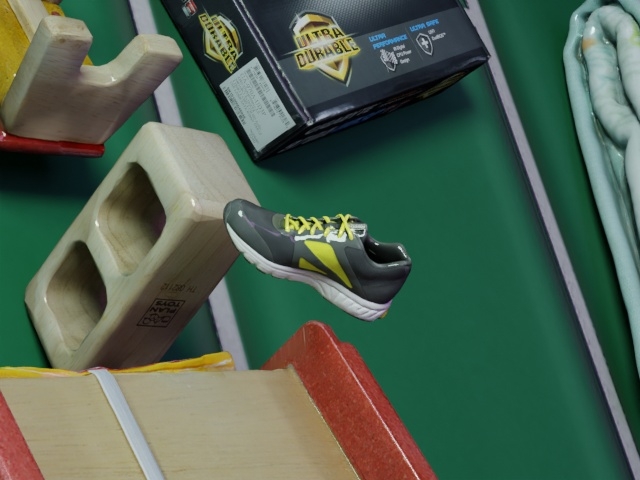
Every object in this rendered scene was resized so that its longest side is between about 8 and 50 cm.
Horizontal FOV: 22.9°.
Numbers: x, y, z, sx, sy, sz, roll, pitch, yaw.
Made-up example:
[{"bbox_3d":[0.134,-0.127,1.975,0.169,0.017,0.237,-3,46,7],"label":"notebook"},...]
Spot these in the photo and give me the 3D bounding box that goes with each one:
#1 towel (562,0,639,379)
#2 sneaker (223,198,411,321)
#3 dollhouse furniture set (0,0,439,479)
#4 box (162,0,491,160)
[{"bbox_3d":[0.329,0.017,1.189,0.321,0.090,0.374,25,47,-39],"label":"towel"},{"bbox_3d":[0.000,0.000,0.640,0.083,0.035,0.031,27,30,-22],"label":"sneaker"},{"bbox_3d":[-0.133,0.024,0.652,0.201,0.152,0.374,4,44,-46],"label":"dollhouse furniture set"},{"bbox_3d":[-0.005,-0.155,0.963,0.220,0.051,0.175,-24,84,-52],"label":"box"}]
